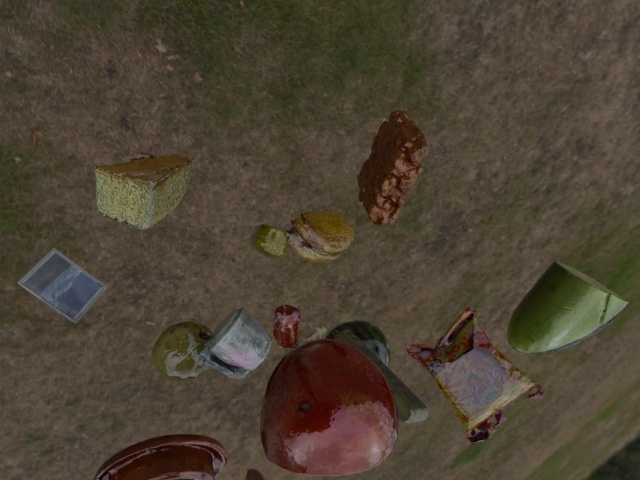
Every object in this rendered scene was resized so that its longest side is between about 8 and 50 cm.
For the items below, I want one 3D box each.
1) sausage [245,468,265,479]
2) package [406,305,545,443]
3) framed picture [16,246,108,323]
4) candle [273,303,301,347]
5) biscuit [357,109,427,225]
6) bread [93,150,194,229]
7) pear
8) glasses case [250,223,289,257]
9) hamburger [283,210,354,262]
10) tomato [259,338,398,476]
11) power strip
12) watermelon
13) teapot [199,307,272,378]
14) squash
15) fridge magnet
[{"bbox_3d":[-0.178,0.954,1.446,0.088,0.433,0.087,-14,126,-20],"label":"sausage"},{"bbox_3d":[0.388,0.331,1.101,0.223,0.288,0.108,-36,170,3],"label":"package"},{"bbox_3d":[-0.991,0.175,1.671,0.260,0.023,0.189,43,54,-17],"label":"framed picture"},{"bbox_3d":[-0.066,0.172,0.833,0.051,0.048,0.329,-19,162,-11],"label":"candle"},{"bbox_3d":[0.220,-0.235,1.376,0.111,0.318,0.312,15,127,-12],"label":"biscuit"},{"bbox_3d":[-0.680,-0.225,1.670,0.279,0.315,0.248,13,122,-2],"label":"bread"},{"bbox_3d":[-0.460,0.386,1.514,0.211,0.188,0.228,-37,141,23],"label":"pear"},{"bbox_3d":[-0.245,0.010,2.095,0.173,0.371,0.141,18,87,-13],"label":"glasses case"},{"bbox_3d":[0.000,0.000,1.446,0.283,0.156,0.144,-6,153,-50],"label":"hamburger"},{"bbox_3d":[0.023,0.333,0.954,0.338,0.338,0.143,-12,124,-27],"label":"tomato"},{"bbox_3d":[0.156,0.380,1.272,0.092,0.387,0.066,19,104,-46],"label":"power strip"},{"bbox_3d":[0.132,0.431,1.634,0.269,0.269,0.269,-20,136,-20],"label":"watermelon"},{"bbox_3d":[-0.261,0.342,1.350,0.178,0.163,0.221,42,87,-9],"label":"teapot"},{"bbox_3d":[0.760,0.246,1.392,0.210,0.233,0.309,22,107,-14],"label":"squash"},{"bbox_3d":[-0.447,0.672,1.230,0.364,0.155,0.363,-12,133,-13],"label":"fridge magnet"}]
